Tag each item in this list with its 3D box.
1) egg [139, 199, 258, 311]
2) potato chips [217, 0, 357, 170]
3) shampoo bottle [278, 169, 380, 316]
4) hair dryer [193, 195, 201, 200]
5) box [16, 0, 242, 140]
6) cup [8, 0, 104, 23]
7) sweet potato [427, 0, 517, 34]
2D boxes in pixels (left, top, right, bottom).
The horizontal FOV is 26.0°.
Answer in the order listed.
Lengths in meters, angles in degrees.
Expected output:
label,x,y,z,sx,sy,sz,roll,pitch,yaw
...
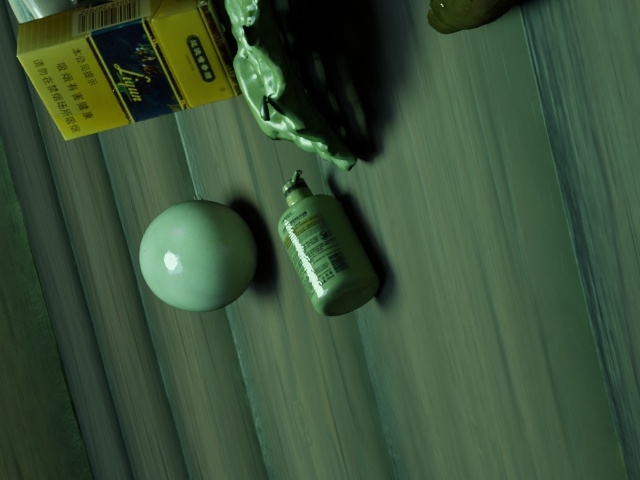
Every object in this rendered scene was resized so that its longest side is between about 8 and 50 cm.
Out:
label,x,y,z,sx,sy,sz,roll,pitch,yaw
egg,-0.168,0.021,1.862,0.209,0.151,0.151,-1,105,63
potato chips,-0.056,-0.253,1.442,0.373,0.097,0.389,-123,17,-78
shampoo bottle,0.000,0.000,1.531,0.162,0.079,0.079,63,157,25
hair dryer,-0.168,-0.017,2.009,0.063,0.037,0.114,105,150,-56
box,-0.225,-0.219,1.663,0.152,0.237,0.070,69,-168,-48
cup,-0.273,-0.319,1.737,0.191,0.200,0.253,57,165,-2
sweet potato,0.132,-0.234,1.051,0.286,0.085,0.112,96,-174,-66
